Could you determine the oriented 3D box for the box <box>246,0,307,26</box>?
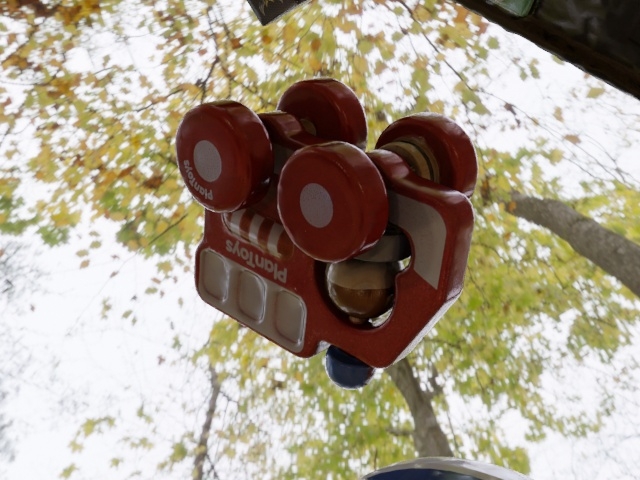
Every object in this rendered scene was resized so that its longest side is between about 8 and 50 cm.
[{"bbox_3d":[-0.033,-0.351,0.972,0.059,0.233,0.183,-22,-75,41],"label":"box"}]

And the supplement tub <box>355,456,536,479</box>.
[{"bbox_3d":[0.011,0.256,0.381,0.228,0.316,0.228,13,-67,33],"label":"supplement tub"}]

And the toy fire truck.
[{"bbox_3d":[0.000,0.000,0.845,0.302,0.169,0.253,26,-57,34],"label":"toy fire truck"}]

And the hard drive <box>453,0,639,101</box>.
[{"bbox_3d":[0.085,-0.160,0.270,0.339,0.237,0.064,31,-114,12],"label":"hard drive"}]
